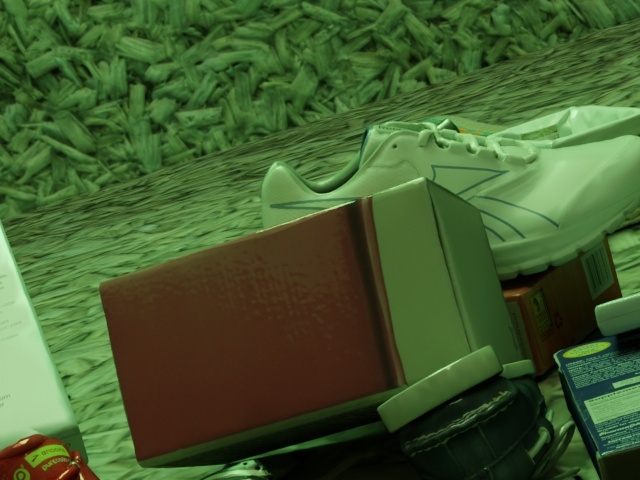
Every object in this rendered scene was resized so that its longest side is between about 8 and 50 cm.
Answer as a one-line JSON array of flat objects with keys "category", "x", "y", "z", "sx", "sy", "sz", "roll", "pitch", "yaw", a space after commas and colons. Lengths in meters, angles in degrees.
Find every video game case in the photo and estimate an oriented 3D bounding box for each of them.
[{"category": "video game case", "x": 0.298, "y": 0.018, "z": 1.033, "sx": 0.212, "sy": 0.023, "sz": 0.193, "roll": -18, "pitch": -5, "yaw": 18}]

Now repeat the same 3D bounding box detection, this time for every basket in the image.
[{"category": "basket", "x": 0.248, "y": -0.066, "z": 1.507, "sx": 0.113, "sy": 0.103, "sz": 0.167, "roll": -19, "pitch": 10, "yaw": -13}]

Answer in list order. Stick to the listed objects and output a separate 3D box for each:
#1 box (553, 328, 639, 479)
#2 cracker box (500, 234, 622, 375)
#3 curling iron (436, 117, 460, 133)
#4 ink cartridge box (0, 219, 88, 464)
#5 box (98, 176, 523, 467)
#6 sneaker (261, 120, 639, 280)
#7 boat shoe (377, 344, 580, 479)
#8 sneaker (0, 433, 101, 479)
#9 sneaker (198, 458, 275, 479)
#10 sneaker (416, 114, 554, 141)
[{"category": "box", "x": 0.217, "y": 0.090, "z": 0.913, "sx": 0.136, "sy": 0.036, "sz": 0.225, "roll": -15, "pitch": 10, "yaw": 5}, {"category": "cracker box", "x": 0.094, "y": 0.057, "z": 1.197, "sx": 0.232, "sy": 0.067, "sz": 0.155, "roll": -10, "pitch": 12, "yaw": 36}, {"category": "curling iron", "x": 0.000, "y": 0.000, "z": 1.208, "sx": 0.274, "sy": 0.035, "sz": 0.068, "roll": -45, "pitch": -10, "yaw": 6}, {"category": "ink cartridge box", "x": -0.388, "y": 0.092, "z": 1.233, "sx": 0.324, "sy": 0.071, "sz": 0.330, "roll": -19, "pitch": 53, "yaw": -13}, {"category": "box", "x": -0.003, "y": 0.060, "z": 1.018, "sx": 0.232, "sy": 0.127, "sz": 0.148, "roll": -18, "pitch": -13, "yaw": 16}, {"category": "sneaker", "x": 0.094, "y": -0.031, "z": 1.119, "sx": 0.297, "sy": 0.129, "sz": 0.111, "roll": -16, "pitch": 9, "yaw": 3}, {"category": "boat shoe", "x": 0.092, "y": 0.110, "z": 0.858, "sx": 0.095, "sy": 0.079, "sz": 0.254, "roll": -27, "pitch": -11, "yaw": 1}, {"category": "sneaker", "x": -0.140, "y": 0.165, "z": 0.849, "sx": 0.107, "sy": 0.118, "sz": 0.279, "roll": -26, "pitch": 14, "yaw": -38}, {"category": "sneaker", "x": -0.035, "y": 0.158, "z": 0.877, "sx": 0.170, "sy": 0.063, "sz": 0.075, "roll": -13, "pitch": 16, "yaw": 48}, {"category": "sneaker", "x": 0.132, "y": -0.077, "z": 1.735, "sx": 0.121, "sy": 0.108, "sz": 0.302, "roll": -18, "pitch": 11, "yaw": -30}]
